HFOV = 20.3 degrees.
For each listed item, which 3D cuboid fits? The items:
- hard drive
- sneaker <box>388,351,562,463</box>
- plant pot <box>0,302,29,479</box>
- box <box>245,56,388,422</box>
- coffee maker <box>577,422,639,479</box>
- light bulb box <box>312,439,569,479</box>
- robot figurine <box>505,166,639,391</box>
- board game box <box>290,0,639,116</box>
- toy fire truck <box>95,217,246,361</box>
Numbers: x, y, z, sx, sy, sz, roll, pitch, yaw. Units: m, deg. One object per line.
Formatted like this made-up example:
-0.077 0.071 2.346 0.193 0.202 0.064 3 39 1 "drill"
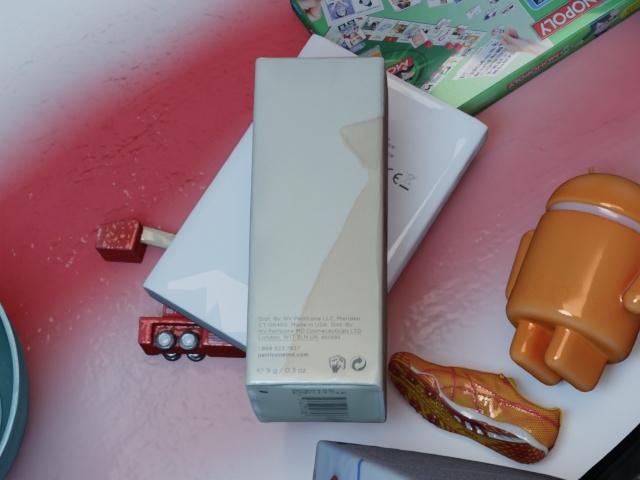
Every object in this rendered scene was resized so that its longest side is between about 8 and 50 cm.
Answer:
-0.003 -0.029 1.733 0.203 0.040 0.307 30 76 14 "hard drive"
0.145 0.150 1.703 0.175 0.064 0.067 28 56 9 "sneaker"
-0.401 0.154 1.677 0.293 0.196 0.293 -1 76 5 "plant pot"
0.000 0.000 1.626 0.121 0.148 0.311 0 72 4 "box"
0.318 0.194 1.644 0.178 0.120 0.171 -43 47 -10 "coffee maker"
0.105 0.355 1.406 0.225 0.361 0.358 10 86 -10 "light bulb box"
0.256 0.031 1.688 0.128 0.158 0.219 24 74 -3 "robot figurine"
0.156 -0.252 1.841 0.317 0.046 0.213 -32 72 -6 "board game box"
-0.128 0.049 1.766 0.192 0.047 0.135 1 71 7 "toy fire truck"
